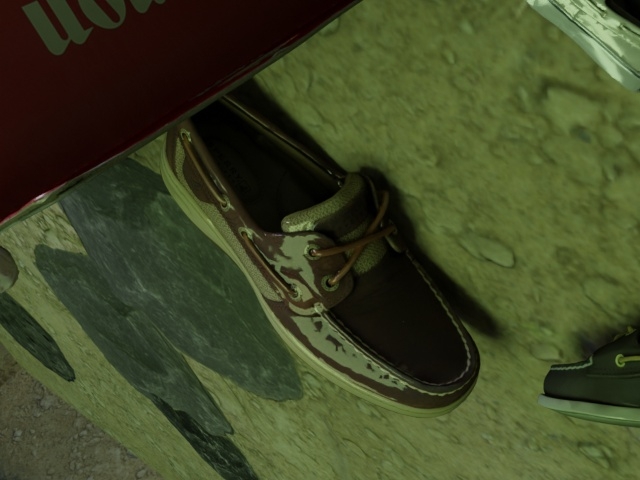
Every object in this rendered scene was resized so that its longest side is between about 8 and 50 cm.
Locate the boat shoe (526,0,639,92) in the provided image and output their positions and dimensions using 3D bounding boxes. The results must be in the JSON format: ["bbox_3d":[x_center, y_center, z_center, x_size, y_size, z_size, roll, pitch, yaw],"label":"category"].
[{"bbox_3d":[0.133,-0.118,0.407,0.100,0.035,0.035,46,126,8],"label":"boat shoe"}]

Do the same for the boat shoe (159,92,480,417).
[{"bbox_3d":[0.000,0.000,0.665,0.342,0.123,0.123,47,155,11],"label":"boat shoe"}]

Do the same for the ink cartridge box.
[{"bbox_3d":[-0.129,-0.112,0.442,0.272,0.309,0.130,-16,112,43],"label":"ink cartridge box"}]

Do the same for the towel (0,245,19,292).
[{"bbox_3d":[-0.506,-0.051,0.828,0.332,0.053,0.317,29,172,-40],"label":"towel"}]

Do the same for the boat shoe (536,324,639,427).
[{"bbox_3d":[0.225,0.087,0.524,0.081,0.068,0.228,11,169,-23],"label":"boat shoe"}]
